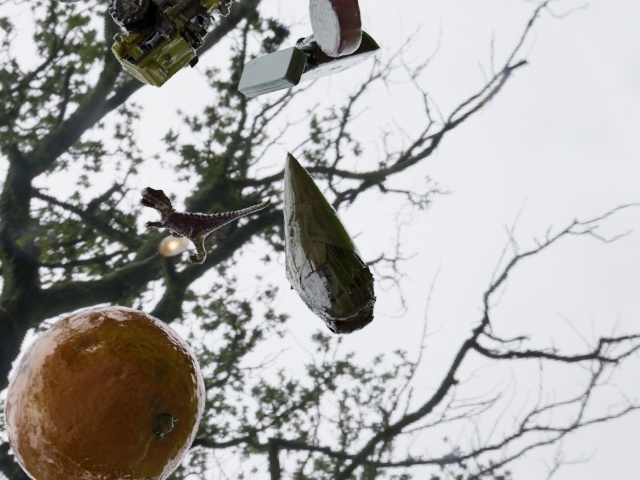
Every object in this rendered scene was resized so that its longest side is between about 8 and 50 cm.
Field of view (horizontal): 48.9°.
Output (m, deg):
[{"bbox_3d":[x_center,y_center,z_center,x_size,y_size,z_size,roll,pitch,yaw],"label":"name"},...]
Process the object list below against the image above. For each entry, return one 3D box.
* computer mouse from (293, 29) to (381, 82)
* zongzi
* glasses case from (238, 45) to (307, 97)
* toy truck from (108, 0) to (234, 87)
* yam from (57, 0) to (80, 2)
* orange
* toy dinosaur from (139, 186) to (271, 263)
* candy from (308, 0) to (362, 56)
[{"bbox_3d":[0.016,-0.457,1.694,0.269,0.170,0.100,-25,-87,-39],"label":"computer mouse"},{"bbox_3d":[0.000,0.000,1.394,0.154,0.289,0.317,-22,-67,-12],"label":"zongzi"},{"bbox_3d":[-0.106,-0.360,1.513,0.039,0.184,0.077,24,-104,-37],"label":"glasses case"},{"bbox_3d":[-0.179,-0.347,1.005,0.111,0.285,0.136,40,177,18],"label":"toy truck"},{"bbox_3d":[-0.449,-0.558,1.287,0.131,0.280,0.130,8,-108,-26],"label":"yam"},{"bbox_3d":[-0.336,0.258,1.122,0.312,0.312,0.311,22,-121,-41],"label":"orange"},{"bbox_3d":[-0.247,-0.035,1.452,0.252,0.199,0.072,17,-128,-4],"label":"toy dinosaur"},{"bbox_3d":[0.020,-0.306,0.969,0.043,0.103,0.103,-18,-92,-19],"label":"candy"}]
